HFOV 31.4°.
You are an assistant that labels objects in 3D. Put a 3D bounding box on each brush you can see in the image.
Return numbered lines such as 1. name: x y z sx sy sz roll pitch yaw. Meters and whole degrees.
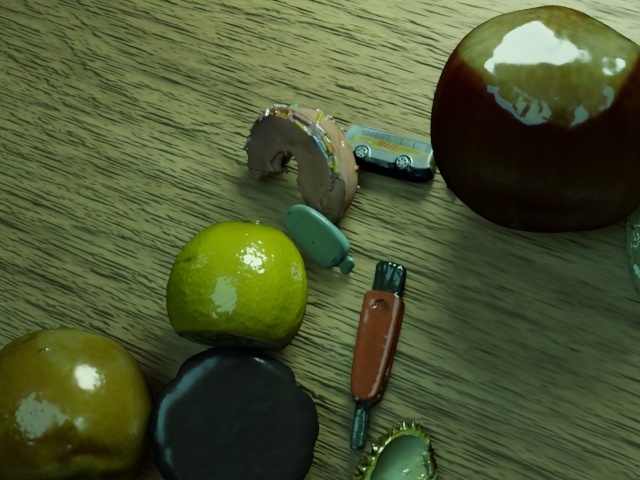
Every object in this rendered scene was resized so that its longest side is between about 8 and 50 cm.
1. brush: 0.090 0.193 1.914 0.070 0.051 0.324 8 83 18

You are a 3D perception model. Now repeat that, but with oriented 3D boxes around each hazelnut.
1. hazelnut: 0.349 -0.183 1.740 0.365 0.366 0.366 -4 79 19

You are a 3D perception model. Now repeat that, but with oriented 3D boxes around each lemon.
1. lemon: -0.137 0.070 1.922 0.240 0.240 0.219 3 75 20

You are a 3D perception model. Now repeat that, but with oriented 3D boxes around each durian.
1. durian: 0.105 0.412 1.830 0.139 0.144 0.252 26 60 -3

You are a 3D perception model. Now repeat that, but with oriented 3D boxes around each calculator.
1. calculator: 0.000 0.000 1.963 0.153 0.021 0.095 47 140 0

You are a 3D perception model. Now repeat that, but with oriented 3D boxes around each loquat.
1. loquat: -0.440 0.309 1.941 0.328 0.328 0.329 -4 79 19

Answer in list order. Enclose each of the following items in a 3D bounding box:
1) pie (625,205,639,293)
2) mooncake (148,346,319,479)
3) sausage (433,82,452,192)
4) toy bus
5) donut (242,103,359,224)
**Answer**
1. pie: 0.637 -0.007 1.746 0.339 0.077 0.339 -4 78 19
2. mooncake: -0.146 0.315 1.898 0.282 0.141 0.283 0 87 -7
3. sausage: 0.217 -0.177 1.955 0.028 0.025 0.199 -22 69 48
4. toy bus: 0.119 -0.151 1.969 0.172 0.057 0.072 15 76 21
5. donut: -0.025 -0.143 1.968 0.233 0.085 0.199 41 138 20
